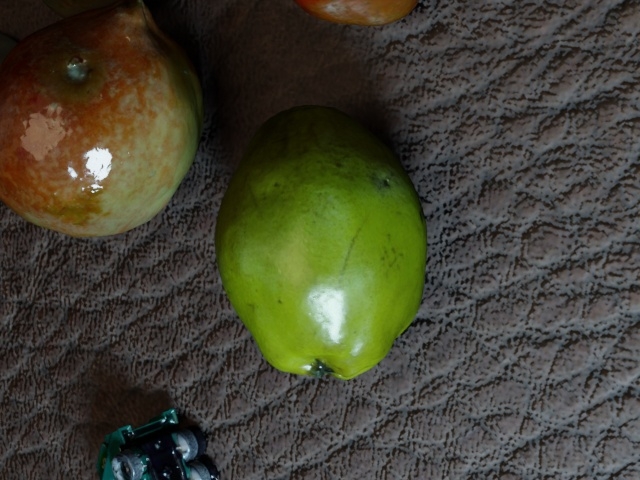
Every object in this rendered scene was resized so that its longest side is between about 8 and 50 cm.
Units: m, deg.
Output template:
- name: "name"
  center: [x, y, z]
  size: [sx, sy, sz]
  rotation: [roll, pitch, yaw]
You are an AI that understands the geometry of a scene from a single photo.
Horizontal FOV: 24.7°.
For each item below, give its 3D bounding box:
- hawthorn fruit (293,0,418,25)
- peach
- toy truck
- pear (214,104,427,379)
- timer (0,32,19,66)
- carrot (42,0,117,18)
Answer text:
- name: "hawthorn fruit"
  center: [0.019, -0.274, 1.351]
  size: [0.163, 0.203, 0.162]
  rotation: [3, 95, 32]
- name: "peach"
  center: [-0.231, -0.135, 1.500]
  size: [0.232, 0.232, 0.256]
  rotation: [27, 120, 24]
- name: "toy truck"
  center: [-0.178, 0.303, 1.600]
  size: [0.116, 0.110, 0.216]
  rotation: [-22, 86, 43]
- name: "pear"
  center: [0.000, 0.000, 1.396]
  size: [0.212, 0.212, 0.269]
  rotation: [-12, 74, 30]
- name: "timer"
  center: [-0.447, -0.143, 1.595]
  size: [0.175, 0.266, 0.175]
  rotation: [4, 98, 29]
- name: "carrot"
  center: [-0.177, -0.340, 1.497]
  size: [0.302, 0.139, 0.138]
  rotation: [-40, 77, 27]
